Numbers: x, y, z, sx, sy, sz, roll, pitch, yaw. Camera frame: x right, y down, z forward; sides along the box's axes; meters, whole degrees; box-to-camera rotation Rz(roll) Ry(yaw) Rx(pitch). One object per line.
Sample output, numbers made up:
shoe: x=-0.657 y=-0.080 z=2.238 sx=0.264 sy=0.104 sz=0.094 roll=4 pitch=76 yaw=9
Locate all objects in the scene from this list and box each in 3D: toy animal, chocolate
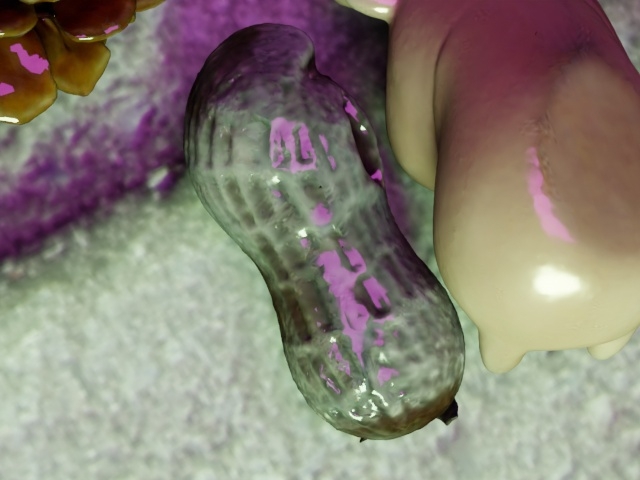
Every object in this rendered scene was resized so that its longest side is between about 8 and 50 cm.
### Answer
toy animal: x=0.112 y=-0.058 z=1.050 sx=0.166 sy=0.154 sz=0.250 roll=-6 pitch=58 yaw=-19
chocolate: x=0.000 y=0.000 z=1.056 sx=0.110 sy=0.110 sz=0.248 roll=-24 pitch=89 yaw=-17

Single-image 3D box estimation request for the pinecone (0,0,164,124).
pinecone: x=-0.182 y=-0.201 z=0.963 sx=0.264 sy=0.264 sz=0.264 roll=2 pitch=82 yaw=-15
